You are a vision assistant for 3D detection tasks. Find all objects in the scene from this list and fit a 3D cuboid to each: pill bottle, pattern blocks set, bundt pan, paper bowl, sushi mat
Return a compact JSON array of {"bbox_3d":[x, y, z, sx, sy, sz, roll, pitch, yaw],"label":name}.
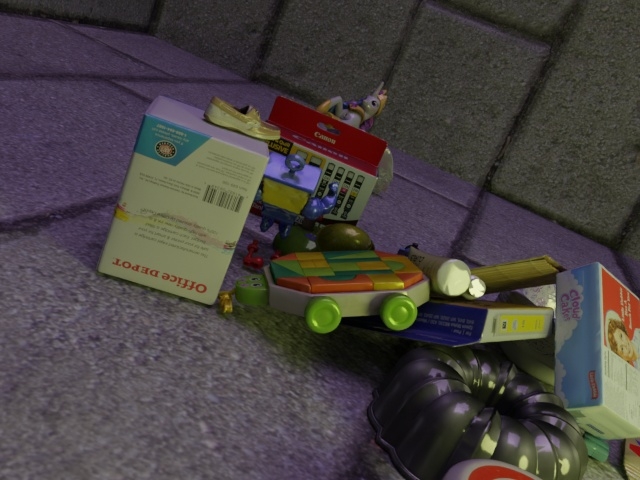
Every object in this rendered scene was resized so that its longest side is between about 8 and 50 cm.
[{"bbox_3d":[0.251,0.079,1.126,0.044,0.043,0.083,19,-6,-13],"label":"pill bottle"},{"bbox_3d":[0.609,0.413,1.127,0.325,0.026,0.285,33,21,28],"label":"pattern blocks set"},{"bbox_3d":[0.244,0.264,0.964,0.331,0.124,0.331,22,18,-7],"label":"bundt pan"},{"bbox_3d":[0.495,0.203,1.379,0.285,0.148,0.284,21,18,-7],"label":"paper bowl"},{"bbox_3d":[0.320,0.079,1.288,0.317,0.019,0.151,-14,-25,37],"label":"sushi mat"}]

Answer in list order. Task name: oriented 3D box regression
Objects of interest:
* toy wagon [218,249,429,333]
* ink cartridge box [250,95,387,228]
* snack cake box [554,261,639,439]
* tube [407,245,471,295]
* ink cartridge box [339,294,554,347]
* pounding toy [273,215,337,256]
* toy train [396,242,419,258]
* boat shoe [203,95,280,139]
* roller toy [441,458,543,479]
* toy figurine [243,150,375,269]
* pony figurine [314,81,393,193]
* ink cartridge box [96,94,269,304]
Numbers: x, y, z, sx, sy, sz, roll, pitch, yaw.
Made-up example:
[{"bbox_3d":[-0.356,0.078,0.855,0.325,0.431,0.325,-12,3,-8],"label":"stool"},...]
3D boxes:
[{"bbox_3d":[0.002,0.076,1.096,0.345,0.068,0.267,-1,14,-10],"label":"toy wagon"},{"bbox_3d":[-0.026,-0.166,1.585,0.310,0.271,0.130,22,19,-2],"label":"ink cartridge box"},{"bbox_3d":[0.484,0.191,1.132,0.152,0.089,0.264,33,54,-28],"label":"snack cake box"},{"bbox_3d":[0.191,0.060,1.170,0.062,0.070,0.240,53,-8,-8],"label":"tube"},{"bbox_3d":[0.200,0.130,1.156,0.304,0.072,0.307,4,-4,45],"label":"ink cartridge box"},{"bbox_3d":[0.000,0.000,1.414,0.183,0.110,0.237,19,19,-11],"label":"pounding toy"},{"bbox_3d":[0.189,0.067,1.459,0.080,0.105,0.184,26,19,6],"label":"toy train"},{"bbox_3d":[-0.122,-0.201,1.074,0.136,0.045,0.050,12,20,-31],"label":"boat shoe"},{"bbox_3d":[0.195,0.333,0.678,0.191,0.146,0.209,1,29,-47],"label":"roller toy"},{"bbox_3d":[-0.048,-0.061,1.250,0.363,0.217,0.191,20,45,0],"label":"toy figurine"},{"bbox_3d":[0.091,-0.329,2.148,0.303,0.350,0.364,29,38,27],"label":"pony figurine"},{"bbox_3d":[-0.226,-0.071,1.094,0.198,0.269,0.197,19,18,-14],"label":"ink cartridge box"}]
